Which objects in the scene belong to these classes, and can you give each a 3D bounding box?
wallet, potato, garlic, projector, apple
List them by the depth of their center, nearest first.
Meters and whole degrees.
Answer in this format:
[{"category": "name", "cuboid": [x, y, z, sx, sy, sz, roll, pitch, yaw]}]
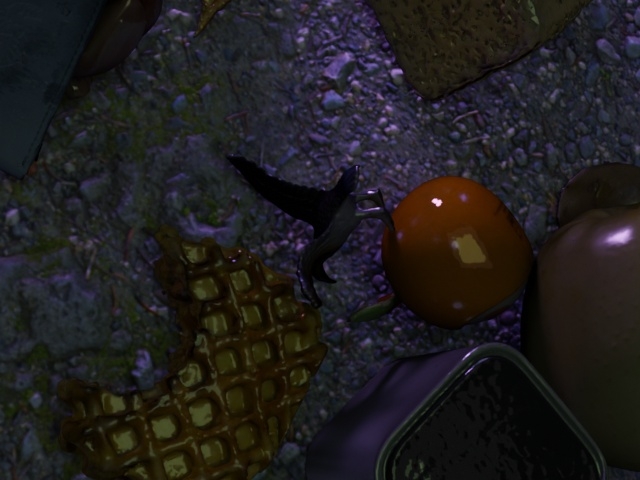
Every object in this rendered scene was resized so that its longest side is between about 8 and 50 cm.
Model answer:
[{"category": "wallet", "cuboid": [-0.397, -0.238, 1.126, 0.251, 0.054, 0.290, 28, 111, -13]}, {"category": "garlic", "cuboid": [-0.301, -0.306, 1.198, 0.214, 0.191, 0.160, 41, 27, -6]}, {"category": "projector", "cuboid": [0.159, 0.285, 1.219, 0.248, 0.249, 0.249, -42, 96, -21]}, {"category": "apple", "cuboid": [0.428, 0.115, 1.285, 0.357, 0.357, 0.357, 4, 80, -20]}, {"category": "potato", "cuboid": [0.462, -0.028, 1.460, 0.182, 0.117, 0.202, -29, 91, -25]}]

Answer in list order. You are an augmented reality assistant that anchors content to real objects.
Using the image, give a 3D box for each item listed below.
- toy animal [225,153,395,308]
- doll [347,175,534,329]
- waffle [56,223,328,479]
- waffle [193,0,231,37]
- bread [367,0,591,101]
[{"category": "toy animal", "cuboid": [0.015, -0.004, 1.247, 0.160, 0.197, 0.273, -28, 48, 13]}, {"category": "doll", "cuboid": [0.153, 0.031, 1.306, 0.236, 0.213, 0.213, -34, 95, 19]}, {"category": "waffle", "cuboid": [-0.152, 0.160, 1.181, 0.261, 0.151, 0.324, 34, 72, -9]}, {"category": "waffle", "cuboid": [-0.150, -0.374, 1.328, 0.125, 0.032, 0.191, 47, 67, -9]}, {"category": "bread", "cuboid": [0.237, -0.381, 1.434, 0.248, 0.279, 0.315, 61, 32, -7]}]
